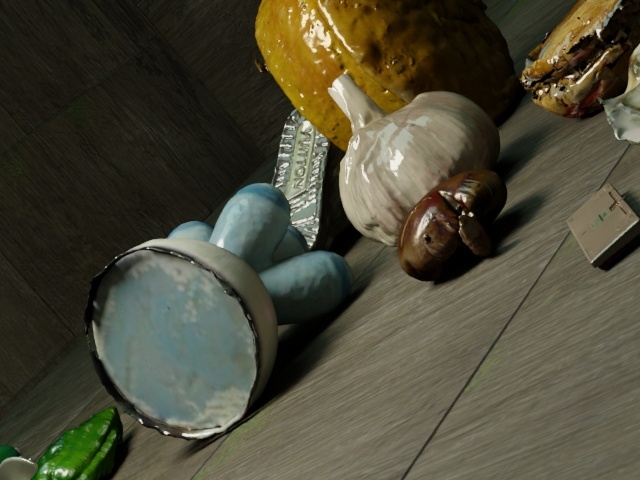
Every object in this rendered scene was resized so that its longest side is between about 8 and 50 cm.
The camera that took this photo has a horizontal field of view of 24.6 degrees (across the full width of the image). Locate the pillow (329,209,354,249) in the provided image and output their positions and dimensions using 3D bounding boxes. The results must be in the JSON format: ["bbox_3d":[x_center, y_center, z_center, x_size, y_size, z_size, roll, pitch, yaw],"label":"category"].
[{"bbox_3d":[0.000,-0.001,2.190,0.217,0.033,0.130,-41,14,-11],"label":"pillow"}]

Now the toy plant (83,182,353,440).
[{"bbox_3d":[-0.100,0.061,1.733,0.247,0.247,0.332,-36,2,33],"label":"toy plant"}]

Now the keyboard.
[{"bbox_3d":[0.232,-0.013,1.189,0.055,0.017,0.166,-44,7,10],"label":"keyboard"}]

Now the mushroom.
[{"bbox_3d":[0.133,-0.017,1.466,0.135,0.080,0.170,-51,5,-4],"label":"mushroom"}]

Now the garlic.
[{"bbox_3d":[0.089,-0.112,1.733,0.218,0.212,0.218,-43,2,2],"label":"garlic"}]

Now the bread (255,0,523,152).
[{"bbox_3d":[0.104,-0.277,2.083,0.215,0.398,0.398,-42,6,30],"label":"bread"}]

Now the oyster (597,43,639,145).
[{"bbox_3d":[0.354,-0.191,1.304,0.271,0.100,0.275,-42,20,5],"label":"oyster"}]

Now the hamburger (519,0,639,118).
[{"bbox_3d":[0.325,-0.229,1.651,0.231,0.107,0.231,-42,11,10],"label":"hamburger"}]

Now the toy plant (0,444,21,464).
[{"bbox_3d":[-0.501,0.396,2.036,0.232,0.112,0.243,-56,-2,27],"label":"toy plant"}]

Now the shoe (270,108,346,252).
[{"bbox_3d":[-0.008,-0.038,2.099,0.109,0.149,0.293,4,74,29],"label":"shoe"}]

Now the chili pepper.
[{"bbox_3d":[-0.311,0.282,1.946,0.099,0.083,0.253,-48,2,13],"label":"chili pepper"}]

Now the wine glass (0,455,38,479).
[{"bbox_3d":[-0.431,0.380,1.887,0.103,0.103,0.222,-35,10,37],"label":"wine glass"}]
